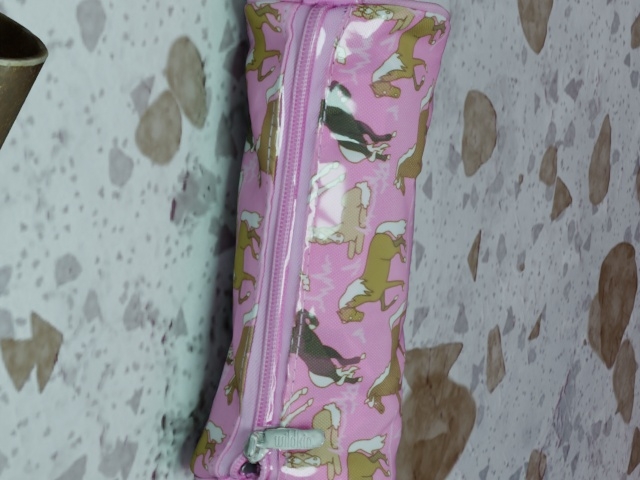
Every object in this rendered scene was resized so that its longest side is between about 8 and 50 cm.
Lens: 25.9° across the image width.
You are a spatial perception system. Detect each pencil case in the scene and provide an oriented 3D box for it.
[{"bbox_3d":[0.000,0.000,1.029,0.160,0.167,0.386,5,95,-23],"label":"pencil case"}]

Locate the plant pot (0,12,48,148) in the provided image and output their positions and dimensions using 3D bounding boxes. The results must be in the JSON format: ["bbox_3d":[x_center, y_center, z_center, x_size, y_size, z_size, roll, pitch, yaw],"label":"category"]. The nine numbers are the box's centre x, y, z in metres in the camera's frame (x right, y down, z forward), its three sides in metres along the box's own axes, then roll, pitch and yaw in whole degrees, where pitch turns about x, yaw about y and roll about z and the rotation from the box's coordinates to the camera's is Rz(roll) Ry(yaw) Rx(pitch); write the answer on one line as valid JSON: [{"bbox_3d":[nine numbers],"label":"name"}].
[{"bbox_3d":[-0.257,-0.010,0.594,0.215,0.215,0.230,2,113,-58],"label":"plant pot"}]
